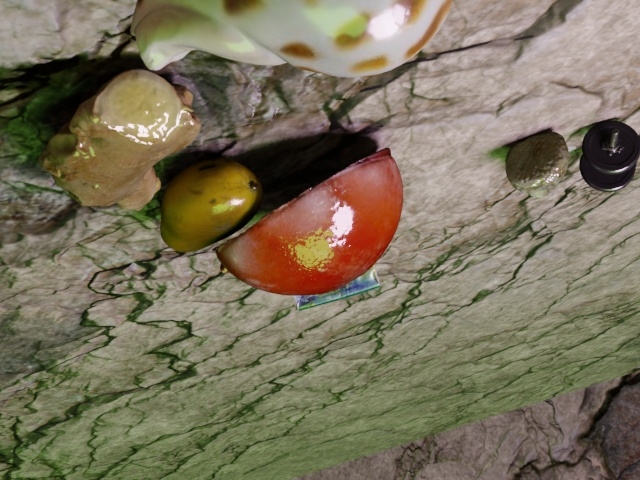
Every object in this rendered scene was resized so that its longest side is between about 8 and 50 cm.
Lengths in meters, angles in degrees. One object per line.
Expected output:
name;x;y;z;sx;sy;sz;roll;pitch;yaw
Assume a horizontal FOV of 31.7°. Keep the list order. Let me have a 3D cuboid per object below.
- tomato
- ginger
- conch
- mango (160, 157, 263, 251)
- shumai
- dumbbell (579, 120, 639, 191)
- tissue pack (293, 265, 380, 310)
tomato;0.000;0.000;1.227;0.228;0.112;0.199;-34;176;31
ginger;-0.193;-0.082;1.045;0.137;0.074;0.213;-5;162;-25
conch;0.004;-0.195;0.788;0.275;0.183;0.148;-7;124;-24
mango;-0.122;-0.034;1.200;0.103;0.076;0.161;-9;161;-31
shumai;0.262;-0.079;1.338;0.082;0.083;0.080;14;156;38
dumbbell;0.347;-0.101;1.356;0.069;0.069;0.147;-16;158;2
tissue pack;0.013;0.034;1.466;0.111;0.079;0.085;-16;-170;2
